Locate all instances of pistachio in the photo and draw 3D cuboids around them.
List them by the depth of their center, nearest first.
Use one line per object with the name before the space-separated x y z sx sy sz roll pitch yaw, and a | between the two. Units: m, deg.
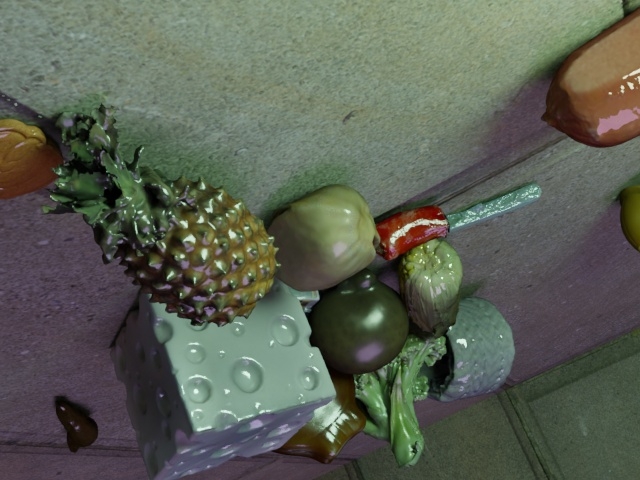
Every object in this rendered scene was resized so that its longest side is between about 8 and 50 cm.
pistachio | 0.000 0.000 1.210 0.152 0.126 0.223 20 151 -9

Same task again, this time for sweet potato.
sweet potato | -0.457 0.352 1.646 0.069 0.059 0.249 17 151 2

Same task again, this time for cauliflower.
cauliflower | 0.123 0.300 1.808 0.327 0.281 0.260 -24 -173 25

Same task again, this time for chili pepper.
chili pepper | 0.137 -0.013 1.375 0.123 0.073 0.070 -19 115 -14

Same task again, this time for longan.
longan | 0.068 0.142 1.553 0.185 0.159 0.204 -3 115 -16

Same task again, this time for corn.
corn | 0.209 0.092 1.601 0.122 0.123 0.305 -25 158 1

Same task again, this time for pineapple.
pineapple | -0.177 -0.024 0.972 0.175 0.175 0.361 -27 144 10

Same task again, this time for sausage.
sausage | 0.399 -0.207 1.088 0.254 0.148 0.148 -26 157 6

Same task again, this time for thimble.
thimble | 0.294 0.240 1.909 0.157 0.217 0.245 -6 169 -27

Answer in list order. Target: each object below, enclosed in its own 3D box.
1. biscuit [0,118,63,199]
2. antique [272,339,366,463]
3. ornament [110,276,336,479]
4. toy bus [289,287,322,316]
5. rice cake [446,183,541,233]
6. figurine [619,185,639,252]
biscuit | -0.314 -0.079 0.867 0.102 0.019 0.130 -27 156 8
antique | -0.048 0.287 1.622 0.223 0.278 0.129 -47 170 -25
ornament | -0.161 0.206 1.364 0.239 0.240 0.240 -10 154 -32
toy bus | -0.067 0.120 1.497 0.072 0.057 0.172 4 146 -32
rice cake | 0.288 -0.053 1.469 0.180 0.030 0.042 -21 163 -5
figurine | 0.705 -0.062 1.670 0.257 0.167 0.192 -25 144 -1
